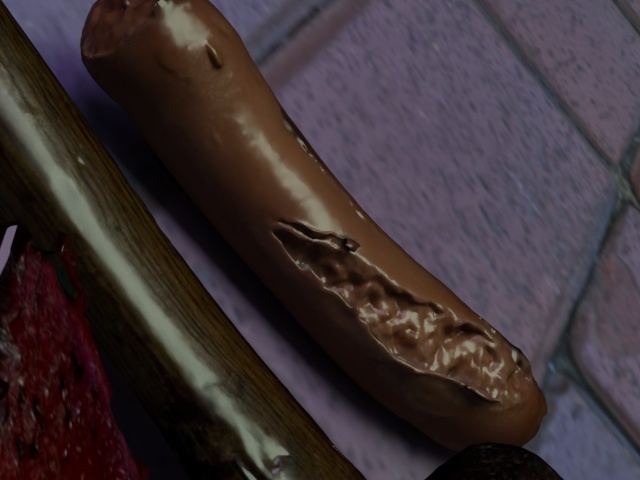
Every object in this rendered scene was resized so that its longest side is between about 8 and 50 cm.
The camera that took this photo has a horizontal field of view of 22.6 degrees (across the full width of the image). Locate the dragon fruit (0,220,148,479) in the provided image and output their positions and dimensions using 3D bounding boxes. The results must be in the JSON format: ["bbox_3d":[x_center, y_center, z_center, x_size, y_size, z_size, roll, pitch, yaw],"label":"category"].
[{"bbox_3d":[-0.117,0.120,0.403,0.189,0.163,0.261,9,49,-7],"label":"dragon fruit"}]

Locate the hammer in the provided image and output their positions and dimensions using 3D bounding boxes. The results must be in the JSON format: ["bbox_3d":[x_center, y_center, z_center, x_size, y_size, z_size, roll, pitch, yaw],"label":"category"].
[{"bbox_3d":[-0.054,0.040,0.615,0.408,0.095,0.242,54,31,3],"label":"hammer"}]

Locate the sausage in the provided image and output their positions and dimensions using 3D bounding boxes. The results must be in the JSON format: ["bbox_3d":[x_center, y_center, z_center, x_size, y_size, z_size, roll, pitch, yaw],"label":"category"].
[{"bbox_3d":[0.001,0.000,0.743,0.304,0.078,0.078,49,31,-16],"label":"sausage"}]
